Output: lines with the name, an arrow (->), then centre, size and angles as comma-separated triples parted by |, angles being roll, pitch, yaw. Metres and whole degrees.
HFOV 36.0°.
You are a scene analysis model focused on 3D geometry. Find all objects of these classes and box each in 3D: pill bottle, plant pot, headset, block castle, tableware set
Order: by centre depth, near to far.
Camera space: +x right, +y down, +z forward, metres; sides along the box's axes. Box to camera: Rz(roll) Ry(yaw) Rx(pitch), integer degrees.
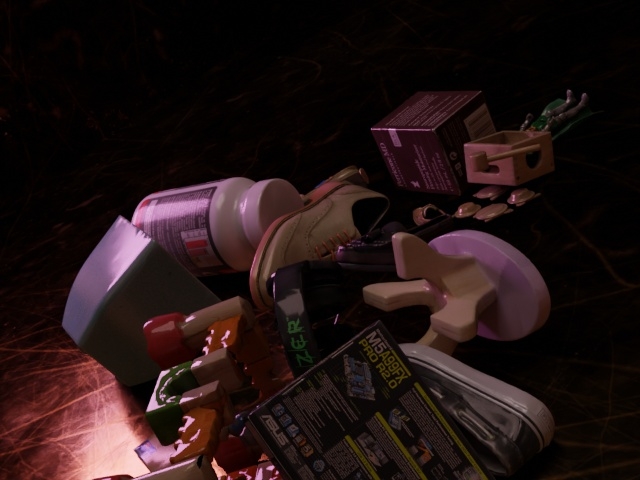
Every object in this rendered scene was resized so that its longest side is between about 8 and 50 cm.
block castle -> -0.164, 0.312, 1.343 | 0.213, 0.303, 0.453 | -22, 23, 13
headset -> -0.026, 0.154, 1.626 | 0.185, 0.243, 0.394 | -17, 4, 10
tableware set -> 0.342, -0.074, 1.955 | 0.141, 0.020, 0.169 | -29, 19, -21
plant pot -> -0.371, 0.140, 1.975 | 0.252, 0.248, 0.247 | -48, 29, -9
pill bottle -> -0.226, -0.027, 2.187 | 0.363, 0.210, 0.210 | -8, 30, 35

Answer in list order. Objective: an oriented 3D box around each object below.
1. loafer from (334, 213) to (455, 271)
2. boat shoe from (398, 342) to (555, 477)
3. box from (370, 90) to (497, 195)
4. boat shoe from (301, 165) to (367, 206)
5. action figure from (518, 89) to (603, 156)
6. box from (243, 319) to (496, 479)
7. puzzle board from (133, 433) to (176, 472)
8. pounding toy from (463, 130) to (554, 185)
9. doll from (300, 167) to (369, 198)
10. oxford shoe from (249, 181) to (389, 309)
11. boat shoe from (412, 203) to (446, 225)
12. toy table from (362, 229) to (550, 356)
loafer -> 0.136, 0.002, 1.750 | 0.109, 0.095, 0.303 | 7, 7, 44
boat shoe -> 0.164, 0.236, 1.392 | 0.119, 0.121, 0.335 | -36, 28, -31
box -> 0.256, -0.214, 2.140 | 0.167, 0.168, 0.203 | -40, 28, -27
boat shoe -> 0.007, -0.079, 2.225 | 0.224, 0.073, 0.080 | -37, -17, 9
action figure -> 0.477, -0.241, 2.120 | 0.232, 0.063, 0.137 | -38, 30, -16
box -> 0.065, 0.272, 1.253 | 0.216, 0.270, 0.060 | -35, -6, -18
puzzle board -> -0.261, 0.357, 1.695 | 0.096, 0.011, 0.128 | -36, 25, -18
pounding toy -> 0.370, -0.149, 1.948 | 0.206, 0.094, 0.181 | -21, 19, -36
doll -> 0.021, -0.112, 2.312 | 0.189, 0.046, 0.129 | -19, 36, 23
oxford shoe -> 0.000, 0.000, 2.009 | 0.147, 0.140, 0.397 | 4, 39, 36
boat shoe -> 0.225, -0.050, 1.994 | 0.050, 0.045, 0.135 | -32, 25, -15
toy table -> 0.201, 0.088, 1.537 | 0.161, 0.252, 0.274 | -20, 8, -28
